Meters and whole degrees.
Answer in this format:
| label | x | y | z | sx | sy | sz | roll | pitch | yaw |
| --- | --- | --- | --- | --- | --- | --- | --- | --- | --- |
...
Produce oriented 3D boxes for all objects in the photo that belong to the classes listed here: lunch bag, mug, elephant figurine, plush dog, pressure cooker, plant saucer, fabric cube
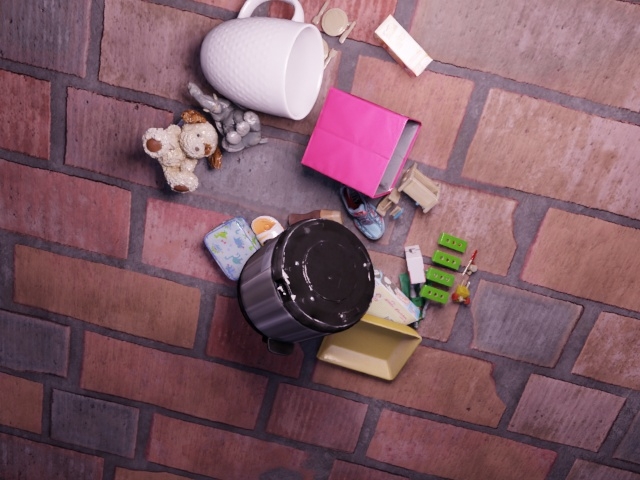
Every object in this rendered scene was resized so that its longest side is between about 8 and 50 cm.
| label | x | y | z | sx | sy | sz | roll | pitch | yaw |
| --- | --- | --- | --- | --- | --- | --- | --- | --- | --- |
| lunch bag | -0.325 | 0.030 | 1.641 | 0.176 | 0.090 | 0.219 | -29 | 103 | 12 |
| mug | -0.179 | -0.595 | 1.346 | 0.328 | 0.276 | 0.374 | 18 | 93 | 17 |
| elephant figurine | -0.313 | -0.431 | 1.471 | 0.169 | 0.186 | 0.239 | -36 | 74 | -20 |
| plush dog | -0.466 | -0.331 | 1.503 | 0.225 | 0.210 | 0.262 | -24 | 133 | -2 |
| pressure cooker | -0.072 | 0.146 | 1.427 | 0.375 | 0.370 | 0.420 | 58 | 142 | -1 |
| plant saucer | 0.180 | 0.390 | 1.673 | 0.333 | 0.081 | 0.333 | 16 | 133 | -1 |
| fabric cube | 0.138 | -0.311 | 1.379 | 0.258 | 0.254 | 0.259 | 28 | 110 | 16 |

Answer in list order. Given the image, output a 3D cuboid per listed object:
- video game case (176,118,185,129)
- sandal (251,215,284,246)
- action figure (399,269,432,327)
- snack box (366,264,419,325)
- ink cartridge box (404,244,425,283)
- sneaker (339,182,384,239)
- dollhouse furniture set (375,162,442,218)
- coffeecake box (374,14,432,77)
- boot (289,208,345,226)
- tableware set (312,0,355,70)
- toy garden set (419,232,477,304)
| label | x | y | z | sx | sy | sz | roll | pitch | yaw |
| --- | --- | --- | --- | --- | --- | --- | --- | --- | --- |
| video game case | -0.477 | -0.374 | 1.567 | 0.122 | 0.011 | 0.087 | 43 | 105 | -9 |
| sandal | -0.159 | 0.021 | 1.632 | 0.102 | 0.076 | 0.265 | -36 | 101 | 14 |
| action figure | 0.373 | 0.235 | 1.668 | 0.137 | 0.063 | 0.232 | -2 | 111 | 2 |
| snack box | 0.200 | 0.216 | 1.621 | 0.187 | 0.060 | 0.322 | -32 | 112 | 36 |
| ink cartridge box | 0.347 | 0.085 | 1.582 | 0.056 | 0.135 | 0.099 | -10 | 106 | 11 |
| sneaker | 0.138 | -0.103 | 1.541 | 0.104 | 0.125 | 0.262 | -29 | 102 | 23 |
| dollhouse furniture set | 0.314 | -0.154 | 1.531 | 0.129 | 0.129 | 0.183 | 38 | 131 | -8 |
| coffeecake box | 0.258 | -0.609 | 1.365 | 0.185 | 0.142 | 0.068 | 43 | 106 | -9 |
| boot | 0.000 | 0.000 | 1.626 | 0.207 | 0.090 | 0.248 | -4 | 112 | 21 |
| tableware set | 0.017 | -0.669 | 1.422 | 0.128 | 0.039 | 0.194 | 39 | 101 | 5 |
| toy garden set | 0.492 | 0.116 | 1.610 | 0.204 | 0.049 | 0.244 | 19 | 91 | -16 |
